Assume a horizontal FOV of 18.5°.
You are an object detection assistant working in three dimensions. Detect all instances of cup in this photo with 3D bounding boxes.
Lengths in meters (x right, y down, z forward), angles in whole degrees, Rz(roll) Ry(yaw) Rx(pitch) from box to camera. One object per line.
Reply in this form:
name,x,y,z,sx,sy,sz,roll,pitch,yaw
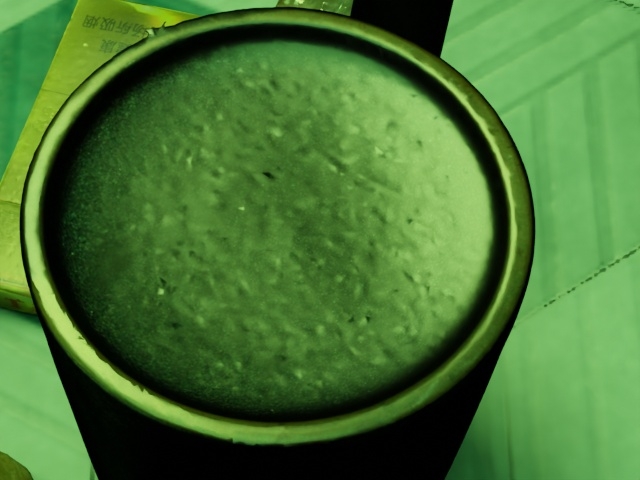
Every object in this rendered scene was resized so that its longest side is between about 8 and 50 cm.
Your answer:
cup,0.010,0.012,0.720,0.166,0.177,0.239,40,66,20

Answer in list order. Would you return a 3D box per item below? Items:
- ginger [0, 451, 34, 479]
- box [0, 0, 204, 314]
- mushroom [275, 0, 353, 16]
ginger,-0.162,0.112,0.750,0.118,0.065,0.299,-22,60,-23
box,-0.089,-0.035,0.855,0.089,0.022,0.156,13,61,14
mushroom,0.006,-0.107,0.890,0.049,0.019,0.101,18,62,17
